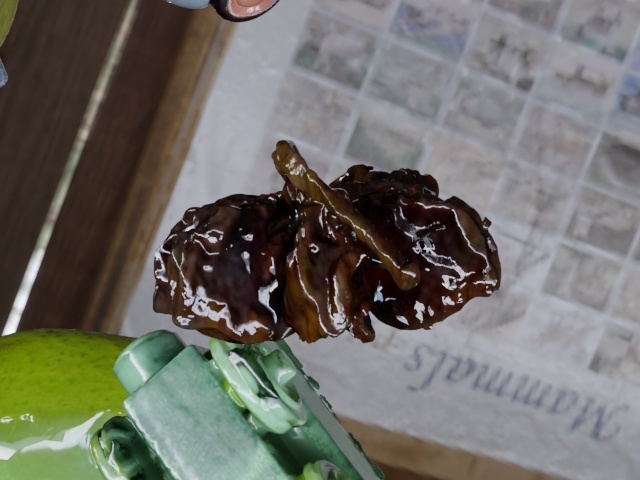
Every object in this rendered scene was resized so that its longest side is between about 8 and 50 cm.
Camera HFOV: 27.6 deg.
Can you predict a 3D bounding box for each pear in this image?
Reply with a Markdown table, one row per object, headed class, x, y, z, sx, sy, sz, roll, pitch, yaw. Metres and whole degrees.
| class | x | y | z | sx | sy | sz | roll | pitch | yaw |
| --- | --- | --- | --- | --- | --- | --- | --- | --- | --- |
| pear | -0.229 | 0.216 | 1.233 | 0.318 | 0.342 | 0.238 | 28 | -156 | -10 |

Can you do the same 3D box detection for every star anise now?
| class | x | y | z | sx | sy | sz | roll | pitch | yaw |
| --- | --- | --- | --- | --- | --- | --- | --- | --- | --- |
| star anise | 0.000 | 0.000 | 0.797 | 0.220 | 0.126 | 0.190 | -8 | 178 | 30 |

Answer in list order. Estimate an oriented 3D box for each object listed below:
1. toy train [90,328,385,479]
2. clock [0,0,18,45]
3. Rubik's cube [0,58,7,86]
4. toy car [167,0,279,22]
| class | x | y | z | sx | sy | sz | roll | pitch | yaw |
| --- | --- | --- | --- | --- | --- | --- | --- | --- | --- |
| toy train | -0.042 | 0.180 | 0.949 | 0.272 | 0.159 | 0.188 | 52 | -175 | 15 |
| clock | -0.249 | -0.160 | 0.607 | 0.057 | 0.237 | 0.237 | -24 | 153 | 39 |
| Rubik's cube | -0.549 | -0.268 | 1.336 | 0.301 | 0.303 | 0.305 | 43 | 159 | 38 |
| toy car | -0.053 | -0.311 | 0.951 | 0.180 | 0.270 | 0.212 | 56 | 174 | 26 |
